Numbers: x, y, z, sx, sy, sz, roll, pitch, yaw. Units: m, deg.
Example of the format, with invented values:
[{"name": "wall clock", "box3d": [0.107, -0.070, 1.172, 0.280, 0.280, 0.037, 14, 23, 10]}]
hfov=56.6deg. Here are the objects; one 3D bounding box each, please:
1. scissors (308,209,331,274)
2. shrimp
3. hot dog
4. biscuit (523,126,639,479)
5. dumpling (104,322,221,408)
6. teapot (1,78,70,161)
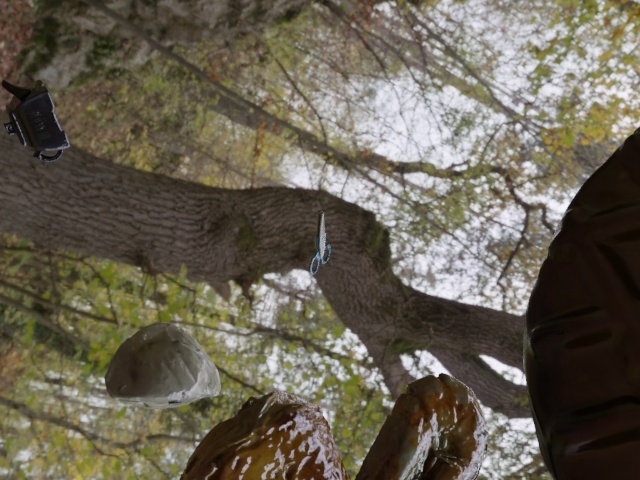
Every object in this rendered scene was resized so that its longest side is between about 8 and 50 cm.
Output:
[{"name": "scissors", "box3d": [0.000, 0.000, 0.914, 0.014, 0.058, 0.119, 26, -43, 25]}, {"name": "shrimp", "box3d": [0.121, 0.312, 0.791, 0.294, 0.154, 0.062, -47, 180, -18]}, {"name": "hot dog", "box3d": [-0.037, 0.262, 0.547, 0.114, 0.175, 0.259, -7, -77, 64]}, {"name": "biscuit", "box3d": [0.250, 0.076, 0.324, 0.268, 0.115, 0.367, -18, -119, 22]}, {"name": "dumpling", "box3d": [-0.106, 0.085, 0.407, 0.043, 0.077, 0.060, 115, -31, -57]}, {"name": "teapot", "box3d": [-0.557, -0.230, 1.145, 0.087, 0.096, 0.177, 41, -32, 46]}]
